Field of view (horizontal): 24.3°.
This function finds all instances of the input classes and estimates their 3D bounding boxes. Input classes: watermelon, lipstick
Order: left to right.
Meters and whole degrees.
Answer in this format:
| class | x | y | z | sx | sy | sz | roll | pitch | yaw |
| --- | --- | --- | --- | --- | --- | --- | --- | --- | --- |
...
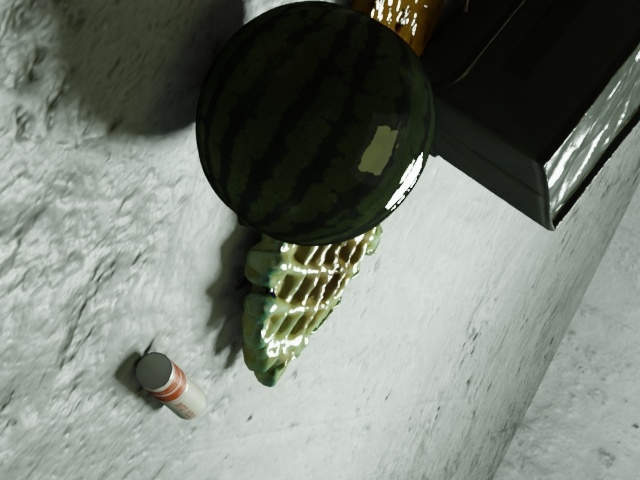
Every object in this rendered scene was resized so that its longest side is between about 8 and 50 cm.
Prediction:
| class | x | y | z | sx | sy | sz | roll | pitch | yaw |
| --- | --- | --- | --- | --- | --- | --- | --- | --- | --- |
| lipstick | -0.149 | 0.147 | 1.493 | 0.038 | 0.038 | 0.131 | -59 | 160 | -12 |
| watermelon | -0.006 | -0.098 | 1.286 | 0.212 | 0.212 | 0.212 | -51 | 157 | -31 |

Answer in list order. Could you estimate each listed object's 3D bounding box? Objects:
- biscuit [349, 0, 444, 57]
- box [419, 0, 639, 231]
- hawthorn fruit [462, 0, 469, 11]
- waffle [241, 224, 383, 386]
| class | x | y | z | sx | sy | sz | roll | pitch | yaw |
| --- | --- | --- | --- | --- | --- | --- | --- | --- | --- |
| biscuit | 0.079 | -0.239 | 1.569 | 0.212 | 0.036 | 0.212 | -51 | 159 | -29 |
| box | 0.295 | -0.225 | 1.816 | 0.345 | 0.204 | 0.251 | -51 | 160 | -8 |
| hawthorn fruit | 0.210 | -0.352 | 1.618 | 0.162 | 0.162 | 0.203 | -48 | 178 | -35 |
| waffle | 0.000 | 0.000 | 1.651 | 0.309 | 0.056 | 0.292 | -50 | 157 | -34 |
